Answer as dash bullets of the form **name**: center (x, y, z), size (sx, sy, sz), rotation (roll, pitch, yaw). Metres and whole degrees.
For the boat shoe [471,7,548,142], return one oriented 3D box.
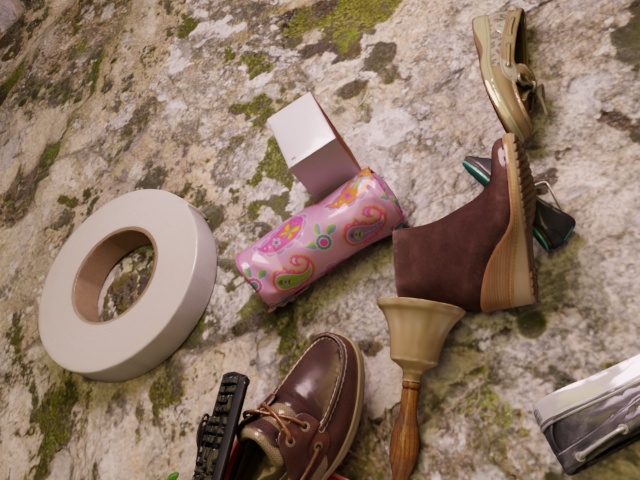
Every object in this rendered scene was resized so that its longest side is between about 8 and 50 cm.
- **boat shoe**: center (0.313, -0.281, 0.999), size (0.089, 0.104, 0.285), rotation (-17, 55, 23)

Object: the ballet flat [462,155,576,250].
- **ballet flat**: center (0.299, -0.073, 0.908), size (0.074, 0.074, 0.203), rotation (-39, 57, 4)

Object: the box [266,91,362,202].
- **box**: center (0.003, -0.142, 1.047), size (0.091, 0.170, 0.130), rotation (-31, 53, 9)

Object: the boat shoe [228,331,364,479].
- **boat shoe**: center (-0.049, 0.269, 0.804), size (0.123, 0.123, 0.341), rotation (18, 72, 35)

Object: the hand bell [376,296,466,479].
- **hand bell**: center (0.121, 0.207, 0.837), size (0.126, 0.126, 0.241), rotation (3, 76, 30)

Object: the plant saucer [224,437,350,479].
- **plant saucer**: center (-0.058, 0.426, 0.827), size (0.259, 0.047, 0.259), rotation (14, 69, 34)

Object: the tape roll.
- **tape roll**: center (-0.379, 0.079, 1.193), size (0.392, 0.072, 0.391), rotation (-14, 57, 22)

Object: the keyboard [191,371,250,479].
- **keyboard**: center (-0.165, 0.337, 0.828), size (0.201, 0.033, 0.317), rotation (138, 149, -65)

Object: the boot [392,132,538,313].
- **boot**: center (0.195, -0.019, 0.871), size (0.207, 0.090, 0.248), rotation (-2, 94, 32)

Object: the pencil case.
- **pencil case**: center (0.000, 0.000, 1.004), size (0.284, 0.124, 0.124), rotation (-34, 52, 8)

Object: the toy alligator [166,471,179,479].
- **toy alligator**: center (-0.261, 0.444, 0.928), size (0.051, 0.056, 0.189), rotation (36, 81, -2)

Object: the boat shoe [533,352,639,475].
- **boat shoe**: center (0.398, 0.175, 0.686), size (0.301, 0.108, 0.102), rotation (-29, 52, 14)
